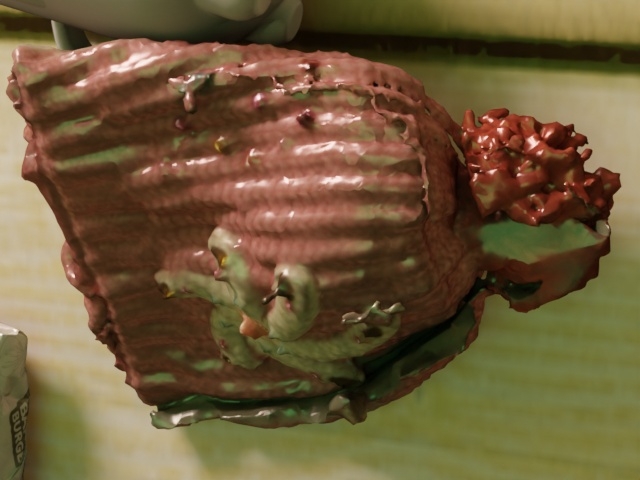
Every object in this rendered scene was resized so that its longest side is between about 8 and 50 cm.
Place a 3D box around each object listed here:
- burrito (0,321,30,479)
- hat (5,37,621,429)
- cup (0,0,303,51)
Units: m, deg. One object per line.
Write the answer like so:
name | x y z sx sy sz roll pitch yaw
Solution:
burrito | -0.193 0.132 0.914 0.064 0.064 0.203 7 100 18
hat | 0.000 0.000 0.786 0.286 0.107 0.237 -4 129 16
cup | -0.078 -0.138 0.785 0.142 0.134 0.174 19 104 13
